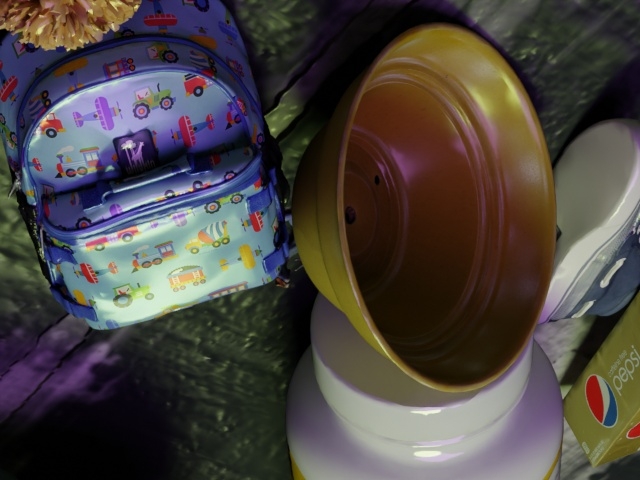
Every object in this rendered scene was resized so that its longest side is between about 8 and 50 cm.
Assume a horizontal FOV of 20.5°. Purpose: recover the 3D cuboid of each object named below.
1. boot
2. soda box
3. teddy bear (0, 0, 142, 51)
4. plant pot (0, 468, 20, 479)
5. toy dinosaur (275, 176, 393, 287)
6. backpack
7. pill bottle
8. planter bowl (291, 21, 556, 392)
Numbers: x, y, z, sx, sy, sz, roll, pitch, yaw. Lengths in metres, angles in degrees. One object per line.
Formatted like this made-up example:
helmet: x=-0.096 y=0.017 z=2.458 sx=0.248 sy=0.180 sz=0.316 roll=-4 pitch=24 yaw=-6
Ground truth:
boot: x=0.195 y=-0.014 z=1.185 sx=0.086 sy=0.069 sz=0.190 roll=-3 pitch=146 yaw=-26
soda box: x=0.237 y=0.094 z=1.281 sx=0.061 sy=0.058 sz=0.181 roll=-17 pitch=153 yaw=-23
teddy bear: x=-0.119 y=-0.218 z=0.811 sx=0.245 sy=0.113 sz=0.338 roll=-10 pitch=139 yaw=-11
plant pot: x=-0.233 y=0.283 z=1.227 sx=0.293 sy=0.196 sz=0.293 roll=-31 pitch=151 yaw=-19
toy dinosaur: x=0.000 y=0.000 z=1.148 sx=0.090 sy=0.047 sz=0.082 roll=-10 pitch=158 yaw=-24
backpack: x=-0.102 y=-0.054 z=0.996 sx=0.158 sy=0.117 sz=0.173 roll=-14 pitch=136 yaw=-5
pill bottle: x=0.072 y=0.158 z=1.233 sx=0.188 sy=0.188 sz=0.334 roll=-12 pitch=138 yaw=-6
planter bowl: x=0.047 y=-0.017 z=1.066 sx=0.090 sy=0.217 sz=0.217 roll=-4 pitch=152 yaw=41
